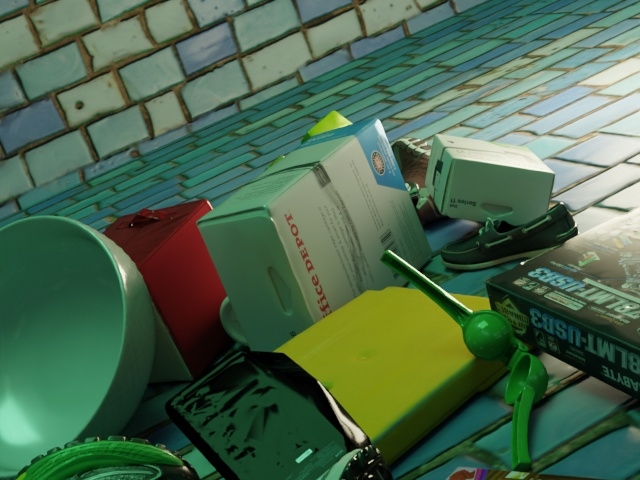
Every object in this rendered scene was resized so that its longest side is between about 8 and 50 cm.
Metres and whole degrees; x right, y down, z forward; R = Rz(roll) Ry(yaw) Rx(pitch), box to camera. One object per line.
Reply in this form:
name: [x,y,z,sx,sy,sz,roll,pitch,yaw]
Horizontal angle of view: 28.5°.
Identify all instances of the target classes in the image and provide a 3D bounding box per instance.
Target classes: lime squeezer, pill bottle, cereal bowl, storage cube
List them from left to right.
cereal bowl: [-0.344,0.146,1.621,0.338,0.339,0.141,-14,-22,25]
storage cube: [-0.238,0.078,1.793,0.183,0.215,0.193,-10,26,34]
pill bottle: [-0.069,0.079,1.787,0.087,0.087,0.160,-11,20,32]
lime squeezer: [0.166,0.121,1.299,0.109,0.059,0.310,-7,43,-23]

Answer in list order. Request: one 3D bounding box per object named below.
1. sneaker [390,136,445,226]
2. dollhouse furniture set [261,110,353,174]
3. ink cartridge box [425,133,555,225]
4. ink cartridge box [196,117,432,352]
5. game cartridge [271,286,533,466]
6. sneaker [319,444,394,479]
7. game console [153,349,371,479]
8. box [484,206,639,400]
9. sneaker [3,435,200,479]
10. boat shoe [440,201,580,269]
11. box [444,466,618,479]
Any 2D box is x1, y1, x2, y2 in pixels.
sneaker: [0.127,-0.084,2.039,0.162,0.106,0.281,-30,18,-17]
dollhouse furniture set: [-0.031,-0.050,2.139,0.197,0.151,0.301,-44,-4,-36]
ink cartridge box: [0.240,-0.087,1.816,0.153,0.087,0.208,8,14,-4]
ink cartridge box: [0.000,0.000,1.707,0.129,0.223,0.307,-10,20,37]
game cartridge: [0.057,0.152,1.434,0.323,0.053,0.285,-30,23,-35]
sneaker: [-0.014,0.268,1.090,0.108,0.100,0.271,-16,16,37]
game console: [-0.135,0.254,1.227,0.361,0.044,0.213,-36,44,-16]
box: [0.371,0.046,1.299,0.293,0.073,0.295,-26,22,-20]
sneaker: [-0.282,0.314,1.295,0.343,0.134,0.146,-19,51,-14]
boat shoe: [0.250,-0.009,1.702,0.206,0.065,0.075,-10,19,34]
box: [0.110,0.281,0.957,0.200,0.057,0.293,-6,22,45]
